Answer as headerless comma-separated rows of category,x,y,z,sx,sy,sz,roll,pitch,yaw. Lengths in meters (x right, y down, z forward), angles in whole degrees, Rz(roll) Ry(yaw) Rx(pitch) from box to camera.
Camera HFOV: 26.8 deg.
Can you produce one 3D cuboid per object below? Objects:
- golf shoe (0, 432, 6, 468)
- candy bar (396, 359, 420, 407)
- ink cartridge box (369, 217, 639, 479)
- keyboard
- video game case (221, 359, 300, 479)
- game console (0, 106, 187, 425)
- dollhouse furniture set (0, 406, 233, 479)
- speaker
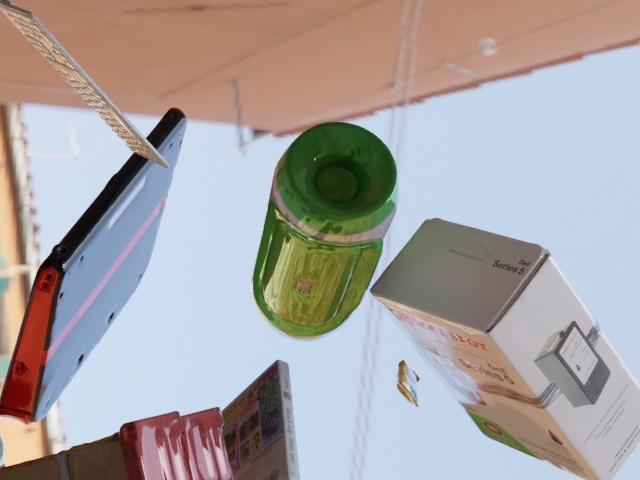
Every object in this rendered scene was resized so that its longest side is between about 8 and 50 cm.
golf shoe,-0.538,0.276,1.712,0.105,0.272,0.120,-24,-117,54
candy bar,0.112,0.184,1.727,0.018,0.161,0.040,-40,-89,7
ink cartridge box,0.207,0.118,1.435,0.115,0.273,0.198,-50,-147,-16
keyboard,-0.245,-0.160,1.406,0.014,0.256,0.072,-49,-134,-9
video game case,-0.076,0.215,1.312,0.157,0.019,0.143,-45,-146,32
game console,-0.307,0.037,1.811,0.060,0.386,0.342,24,-48,4
dollhouse furniture set,-0.155,0.333,1.024,0.201,0.152,0.374,-16,-101,20
speaker,0.000,0.000,1.395,0.296,0.131,0.131,107,-34,-62
